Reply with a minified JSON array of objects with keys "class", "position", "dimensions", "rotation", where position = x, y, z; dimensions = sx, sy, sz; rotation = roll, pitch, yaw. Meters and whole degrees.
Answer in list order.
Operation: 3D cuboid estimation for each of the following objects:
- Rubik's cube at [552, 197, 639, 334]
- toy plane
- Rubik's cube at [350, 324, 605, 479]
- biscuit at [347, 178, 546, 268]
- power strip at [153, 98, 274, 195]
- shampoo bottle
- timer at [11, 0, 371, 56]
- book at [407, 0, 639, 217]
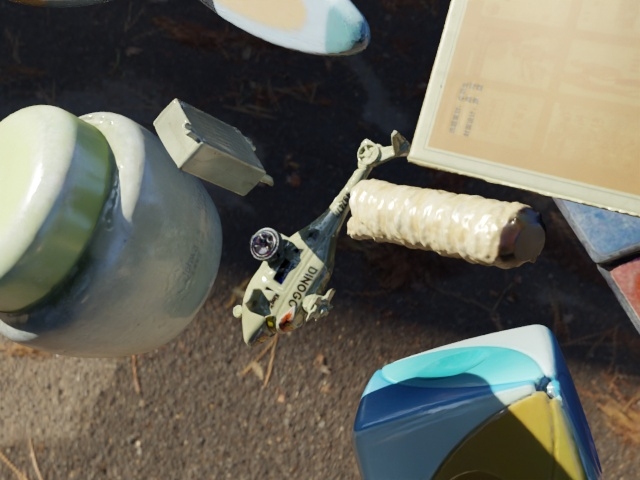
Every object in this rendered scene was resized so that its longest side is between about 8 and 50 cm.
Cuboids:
[{"class":"Rubik's cube","position":[0.464,-0.091,0.958],"dimensions":[0.318,0.316,0.313],"rotation":[-41,100,-39]},{"class":"toy plane","position":[0.000,0.000,1.012],"dimensions":[0.108,0.286,0.092],"rotation":[31,1,32]},{"class":"Rubik's cube","position":[0.272,0.365,1.505],"dimensions":[0.348,0.352,0.351],"rotation":[-19,8,15]},{"class":"biscuit","position":[0.095,-0.014,0.777],"dimensions":[0.055,0.061,0.219],"rotation":[18,-1,-35]},{"class":"power strip","position":[-0.102,-0.090,0.971],"dimensions":[0.175,0.042,0.075],"rotation":[23,28,-52]},{"class":"shampoo bottle","position":[-0.303,-0.005,1.205],"dimensions":[0.317,0.322,0.322],"rotation":[27,33,-42]},{"class":"timer","position":[-0.099,-0.154,0.347],"dimensions":[0.176,0.175,0.255],"rotation":[-3,32,-20]},{"class":"book","position":[0.185,-0.105,0.584],"dimensions":[0.242,0.170,0.018],"rotation":[18,5,30]}]
